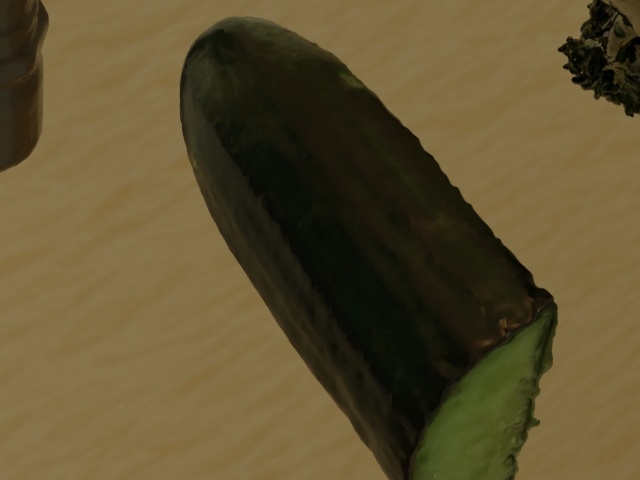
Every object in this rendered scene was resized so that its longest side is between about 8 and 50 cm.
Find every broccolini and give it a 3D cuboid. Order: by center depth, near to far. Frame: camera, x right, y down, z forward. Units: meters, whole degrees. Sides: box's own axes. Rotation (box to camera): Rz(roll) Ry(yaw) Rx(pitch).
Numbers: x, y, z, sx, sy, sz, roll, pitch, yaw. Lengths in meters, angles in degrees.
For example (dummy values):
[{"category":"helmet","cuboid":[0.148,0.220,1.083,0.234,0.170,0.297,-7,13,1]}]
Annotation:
[{"category":"broccolini","cuboid":[0.103,-0.081,0.598,0.058,0.067,0.216,30,9,16]}]

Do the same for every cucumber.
[{"category":"cucumber","cuboid":[0.000,0.000,0.719,0.244,0.063,0.115,53,-39,34]}]

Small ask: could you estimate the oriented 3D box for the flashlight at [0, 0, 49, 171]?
[{"category":"flashlight","cuboid":[-0.197,-0.183,0.960,0.103,0.103,0.424,54,-26,23]}]
